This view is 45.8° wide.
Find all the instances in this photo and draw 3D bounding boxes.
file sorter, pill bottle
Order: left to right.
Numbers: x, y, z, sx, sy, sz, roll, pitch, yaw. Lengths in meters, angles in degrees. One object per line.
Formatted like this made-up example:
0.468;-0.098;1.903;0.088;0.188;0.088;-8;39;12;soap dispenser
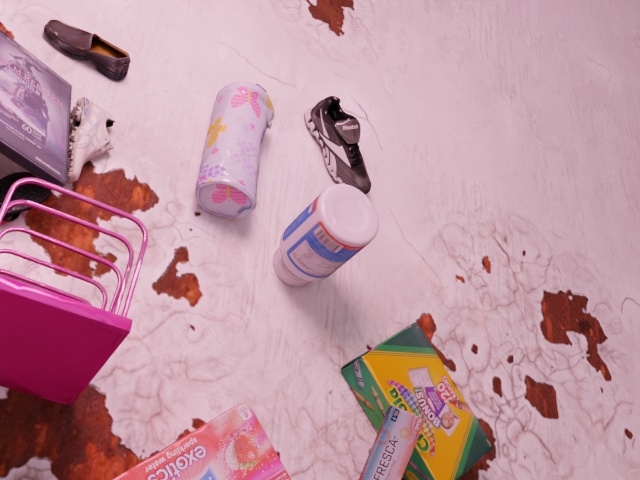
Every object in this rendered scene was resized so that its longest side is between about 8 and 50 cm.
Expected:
-0.385;0.076;1.058;0.202;0.290;0.182;23;51;-21;file sorter
0.000;0.000;1.394;0.124;0.221;0.124;15;57;-25;pill bottle

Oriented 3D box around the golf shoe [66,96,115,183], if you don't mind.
-0.405;-0.170;1.335;0.086;0.069;0.176;22;55;-29;golf shoe

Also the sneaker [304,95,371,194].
0.050;-0.209;1.625;0.078;0.106;0.234;-19;75;-38;sneaker

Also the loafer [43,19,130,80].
-0.436;-0.372;1.432;0.170;0.061;0.062;26;54;-18;loafer

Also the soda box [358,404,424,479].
0.114;0.379;1.300;0.062;0.058;0.183;24;79;3;soda box

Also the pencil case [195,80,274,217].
-0.163;-0.176;1.464;0.124;0.113;0.273;37;46;-36;pencil case

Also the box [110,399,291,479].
-0.209;0.378;1.091;0.299;0.142;0.154;-23;79;-40;box

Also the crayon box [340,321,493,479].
0.181;0.315;1.422;0.165;0.081;0.279;-24;79;-40;crayon box

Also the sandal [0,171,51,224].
-0.517;-0.052;1.215;0.179;0.040;0.067;-36;81;-27;sandal

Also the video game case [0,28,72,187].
-0.491;-0.228;1.234;0.196;0.026;0.274;41;26;-42;video game case
